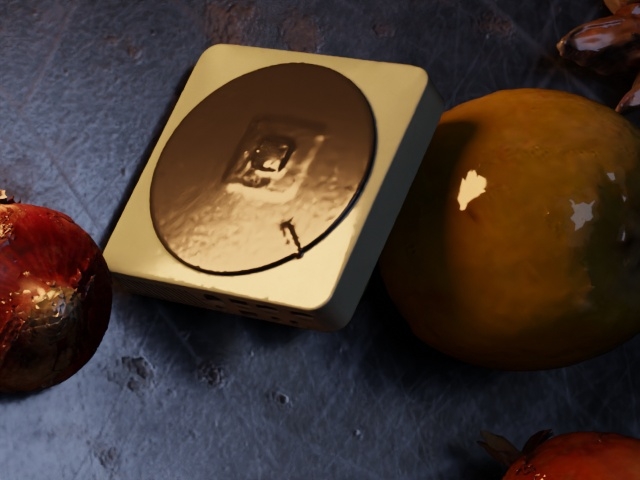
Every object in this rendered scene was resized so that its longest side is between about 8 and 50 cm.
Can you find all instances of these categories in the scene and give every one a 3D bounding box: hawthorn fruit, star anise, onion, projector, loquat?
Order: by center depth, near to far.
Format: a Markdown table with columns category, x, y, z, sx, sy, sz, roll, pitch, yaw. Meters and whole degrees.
| category | x | y | z | sx | sy | sz | roll | pitch | yaw |
| --- | --- | --- | --- | --- | --- | --- | --- | --- | --- |
| onion | -0.262 | 0.049 | 1.706 | 0.184 | 0.147 | 0.184 | 1 | 89 | -31 |
| projector | -0.041 | -0.050 | 1.782 | 0.079 | 0.257 | 0.259 | 52 | 56 | -49 |
| hawthorn fruit | 0.250 | 0.288 | 1.812 | 0.276 | 0.276 | 0.307 | -30 | 70 | -26 |
| loquat | 0.197 | -0.010 | 1.833 | 0.276 | 0.283 | 0.276 | 0 | 90 | -50 |
| star anise | 0.411 | -0.213 | 2.071 | 0.349 | 0.109 | 0.292 | 45 | 70 | -8 |

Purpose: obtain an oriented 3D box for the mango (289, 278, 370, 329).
| category | x | y | z | sx | sy | sz | roll | pitch | yaw |
| --- | --- | --- | --- | --- | --- | --- | --- | --- | --- |
| mango | 0.000 | 0.000 | 1.843 | 0.100 | 0.119 | 0.178 | 40 | 51 | -54 |
